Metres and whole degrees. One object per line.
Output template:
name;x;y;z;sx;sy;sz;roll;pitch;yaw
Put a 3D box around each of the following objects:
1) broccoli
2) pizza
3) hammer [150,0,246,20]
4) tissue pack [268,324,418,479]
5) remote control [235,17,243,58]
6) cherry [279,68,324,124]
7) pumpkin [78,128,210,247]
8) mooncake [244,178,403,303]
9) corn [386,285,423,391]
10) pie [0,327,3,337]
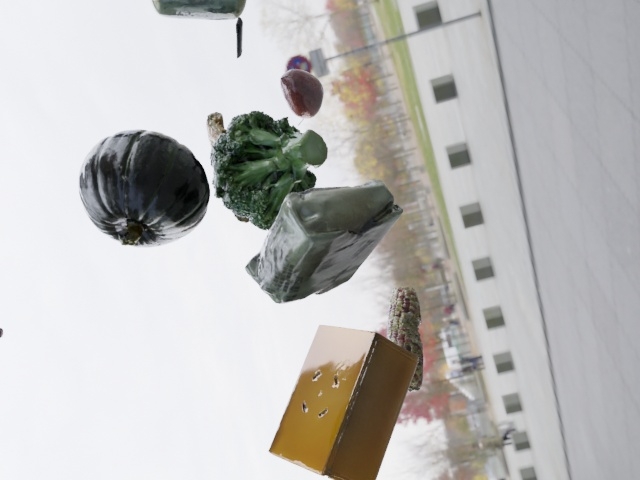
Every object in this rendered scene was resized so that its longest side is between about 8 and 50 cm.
broccoli;-0.099;-0.156;1.564;0.269;0.270;0.270;13;-109;-43
pizza;-0.283;-0.235;2.338;0.182;0.073;0.366;-29;79;65
hammer;-0.239;-0.570;1.449;0.306;0.201;0.113;104;159;-54
tissue pack;0.051;0.320;1.427;0.145;0.194;0.275;30;-107;-28
remote control;-0.188;-0.471;1.717;0.096;0.014;0.039;97;179;-48
cherry;-0.038;-0.334;1.685;0.126;0.086;0.106;39;-142;-69
pumpkin;-0.331;-0.081;1.372;0.250;0.249;0.216;63;-147;-57
mooncake;-0.004;-0.003;1.345;0.250;0.254;0.136;-15;-120;-43
corn;0.219;0.248;1.910;0.098;0.098;0.290;61;-150;-60
pie;-0.967;0.248;1.993;0.218;0.204;0.054;-152;63;-62
